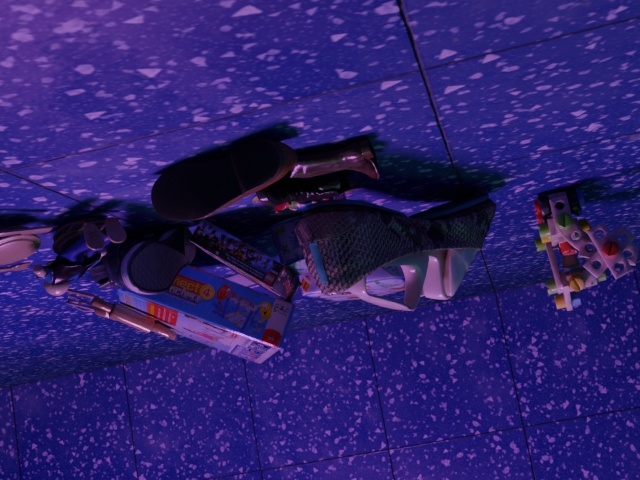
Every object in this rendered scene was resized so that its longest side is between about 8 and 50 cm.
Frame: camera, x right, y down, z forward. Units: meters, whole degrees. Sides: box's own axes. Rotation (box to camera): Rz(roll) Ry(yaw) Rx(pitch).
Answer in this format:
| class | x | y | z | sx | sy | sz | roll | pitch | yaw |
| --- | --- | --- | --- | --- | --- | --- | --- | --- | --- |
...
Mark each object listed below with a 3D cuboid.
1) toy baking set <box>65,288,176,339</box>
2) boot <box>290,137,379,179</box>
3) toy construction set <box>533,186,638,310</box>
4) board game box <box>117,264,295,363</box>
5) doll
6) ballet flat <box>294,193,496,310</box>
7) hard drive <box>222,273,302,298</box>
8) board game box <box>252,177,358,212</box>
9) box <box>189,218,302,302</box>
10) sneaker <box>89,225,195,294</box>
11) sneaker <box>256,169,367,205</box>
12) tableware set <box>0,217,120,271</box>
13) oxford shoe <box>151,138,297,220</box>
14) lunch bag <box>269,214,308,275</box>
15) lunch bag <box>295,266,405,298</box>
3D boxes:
| class | x | y | z | sx | sy | sz | roll | pitch | yaw |
| --- | --- | --- | --- | --- | --- | --- | --- | --- | --- |
| toy baking set | -0.405 | 0.143 | 1.767 | 0.256 | 0.030 | 0.197 | 28 | 163 | -28 |
| boot | 0.019 | -0.099 | 1.236 | 0.114 | 0.037 | 0.106 | -15 | 155 | 8 |
| toy construction set | 0.495 | 0.015 | 1.783 | 0.151 | 0.215 | 0.327 | -10 | 169 | -2 |
| board game box | -0.221 | 0.131 | 1.728 | 0.302 | 0.086 | 0.308 | 21 | 165 | -6 |
| doll | -0.361 | 0.030 | 1.342 | 0.129 | 0.046 | 0.189 | -21 | 169 | -45 |
| ballet flat | 0.141 | 0.022 | 1.486 | 0.164 | 0.182 | 0.483 | -14 | 175 | 39 |
| hard drive | -0.116 | 0.110 | 2.185 | 0.210 | 0.040 | 0.319 | -17 | 167 | 34 |
| board game box | -0.021 | -0.059 | 1.421 | 0.169 | 0.033 | 0.133 | -12 | 169 | 11 |
| box | -0.122 | 0.039 | 1.569 | 0.159 | 0.044 | 0.233 | 30 | 174 | 10 |
| sneaker | -0.308 | 0.043 | 1.436 | 0.163 | 0.086 | 0.226 | -11 | -171 | 15 |
| sneaker | -0.011 | -0.081 | 1.279 | 0.089 | 0.051 | 0.170 | -16 | 173 | 31 |
| tableware set | -0.402 | -0.006 | 1.334 | 0.194 | 0.039 | 0.128 | -8 | 155 | -40 |
| oxford shoe | -0.122 | -0.073 | 1.166 | 0.212 | 0.076 | 0.076 | -15 | 179 | 27 |
| lunch bag | 0.000 | 0.000 | 1.605 | 0.151 | 0.096 | 0.129 | -21 | 169 | 1 |
| lunch bag | 0.076 | 0.063 | 1.937 | 0.243 | 0.115 | 0.303 | -10 | 170 | 13 |
